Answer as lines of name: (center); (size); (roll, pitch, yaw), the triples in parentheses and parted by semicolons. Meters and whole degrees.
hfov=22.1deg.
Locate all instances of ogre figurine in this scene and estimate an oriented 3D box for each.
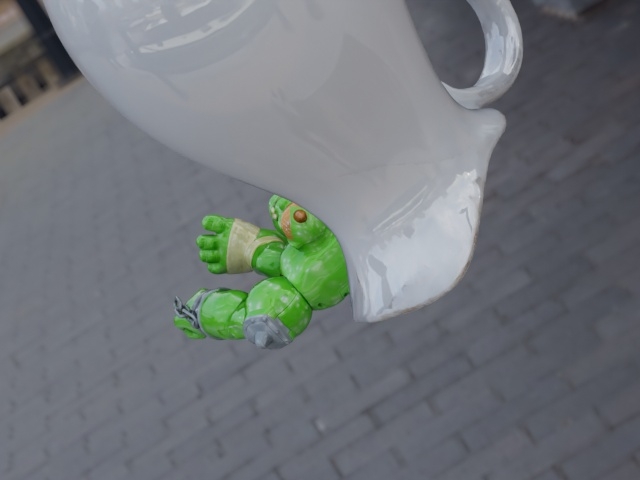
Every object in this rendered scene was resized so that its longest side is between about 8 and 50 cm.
ogre figurine: (0.000, 0.000, 1.018); (0.197, 0.096, 0.118); (-24, 22, -11)

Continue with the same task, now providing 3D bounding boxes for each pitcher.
pitcher: (-0.005, -0.094, 0.684); (0.125, 0.207, 0.177); (-22, 32, 47)
